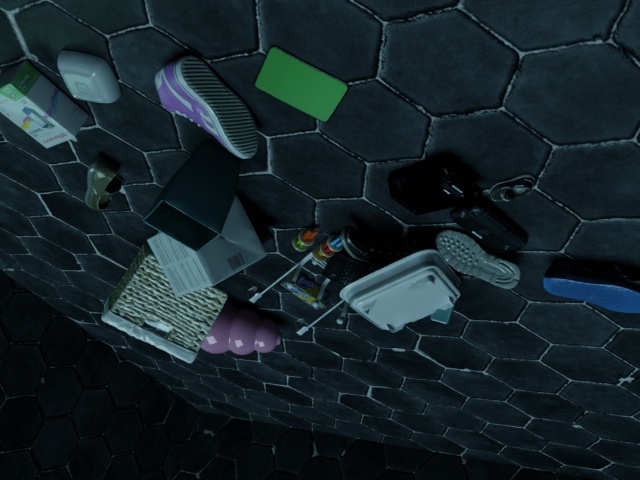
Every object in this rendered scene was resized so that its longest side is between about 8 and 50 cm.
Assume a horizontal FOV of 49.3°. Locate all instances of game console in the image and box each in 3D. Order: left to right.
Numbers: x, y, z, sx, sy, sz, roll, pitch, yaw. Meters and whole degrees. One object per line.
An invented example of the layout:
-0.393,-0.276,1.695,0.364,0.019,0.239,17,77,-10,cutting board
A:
0.339,-0.066,1.665,0.361,0.044,0.213,32,158,-26,game console

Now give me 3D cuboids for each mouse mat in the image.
-0.044,-0.335,1.510,0.190,0.007,0.152,25,151,-9,mouse mat

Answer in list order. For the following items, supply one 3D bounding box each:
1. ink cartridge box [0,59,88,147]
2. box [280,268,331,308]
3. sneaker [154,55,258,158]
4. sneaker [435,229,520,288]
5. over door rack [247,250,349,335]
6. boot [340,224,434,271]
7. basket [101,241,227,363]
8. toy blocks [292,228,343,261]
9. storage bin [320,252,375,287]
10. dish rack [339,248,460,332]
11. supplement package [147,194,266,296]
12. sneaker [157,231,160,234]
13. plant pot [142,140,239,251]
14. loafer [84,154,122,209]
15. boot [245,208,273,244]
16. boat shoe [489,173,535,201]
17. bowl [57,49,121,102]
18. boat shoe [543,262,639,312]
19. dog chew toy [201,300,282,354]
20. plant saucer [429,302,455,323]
-0.752,-0.356,1.851,0.154,0.093,0.212,-7,142,40,ink cartridge box
-0.048,0.161,2.305,0.169,0.054,0.059,37,147,-27,box
-0.270,-0.302,1.631,0.161,0.102,0.282,-5,131,45,sneaker
0.398,0.051,1.800,0.235,0.090,0.095,32,-174,3,sneaker
-0.042,0.185,2.203,0.324,0.108,0.239,-33,123,32,over door rack
0.186,0.016,1.877,0.178,0.085,0.236,-12,143,42,boot
-0.521,0.199,2.346,0.328,0.266,0.331,30,179,-16,basket
0.000,0.000,1.999,0.123,0.054,0.148,29,150,-15,toy blocks
0.089,0.101,2.008,0.122,0.084,0.180,31,177,-16,storage bin
0.234,0.155,1.899,0.285,0.072,0.333,-27,151,14,dish rack
-0.331,0.020,2.013,0.263,0.199,0.198,-19,99,55,supplement package
-0.465,0.017,2.234,0.256,0.151,0.094,-10,139,44,sneaker
-0.313,-0.126,1.804,0.166,0.234,0.165,33,150,-18,plant pot
-0.657,-0.158,2.121,0.087,0.094,0.251,27,151,-2,loafer
-0.222,-0.037,2.092,0.219,0.082,0.106,-8,115,58,boot
0.423,-0.109,1.552,0.046,0.038,0.125,33,149,-25,boat shoe
-0.573,-0.394,1.711,0.142,0.053,0.142,13,149,13,bowl
0.680,0.098,1.693,0.258,0.089,0.109,18,138,17,boat shoe
-0.311,0.343,2.652,0.332,0.206,0.206,10,150,4,dog chew toy
0.376,0.208,2.144,0.067,0.018,0.192,15,152,11,plant saucer
